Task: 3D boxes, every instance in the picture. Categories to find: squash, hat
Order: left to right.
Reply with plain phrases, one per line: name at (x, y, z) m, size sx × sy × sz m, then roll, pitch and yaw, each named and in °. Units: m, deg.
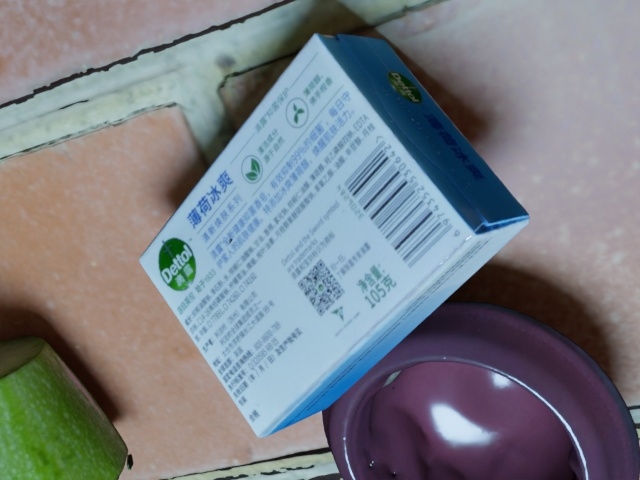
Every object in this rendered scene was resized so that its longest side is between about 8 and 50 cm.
squash at (-0.232, 0.146, 0.660) m, size 0.170 × 0.170 × 0.123 m, roll -11°, pitch 103°, yaw 19°
hat at (0.103, 0.123, 0.598) m, size 0.205 × 0.089 × 0.206 m, roll 9°, pitch 114°, yaw 20°

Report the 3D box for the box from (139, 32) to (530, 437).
box at (-0.001, 0.001, 0.527) m, size 0.194 × 0.073 × 0.139 m, roll -47°, pitch 70°, yaw 32°
